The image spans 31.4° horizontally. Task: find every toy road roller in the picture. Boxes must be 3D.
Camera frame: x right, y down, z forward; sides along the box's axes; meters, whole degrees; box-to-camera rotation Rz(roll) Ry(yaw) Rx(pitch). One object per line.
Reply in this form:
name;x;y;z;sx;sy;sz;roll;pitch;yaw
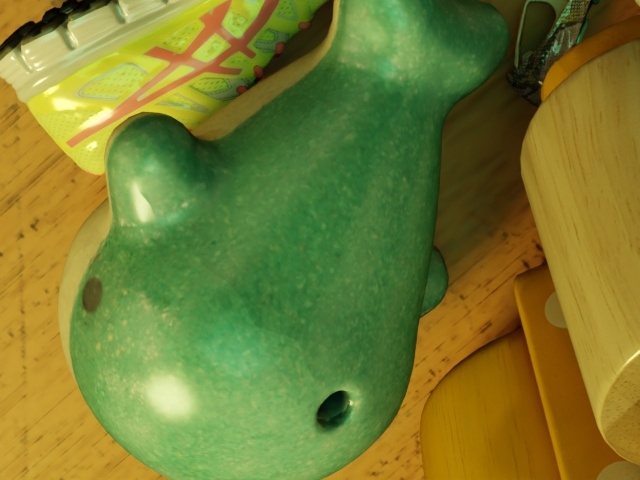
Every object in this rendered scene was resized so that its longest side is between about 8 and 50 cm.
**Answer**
toy road roller;0.140;0.087;0.520;0.241;0.202;0.329;-23;136;17

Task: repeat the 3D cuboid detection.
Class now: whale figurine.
whale figurine;0.000;0.000;0.529;0.216;0.141;0.272;26;102;-41

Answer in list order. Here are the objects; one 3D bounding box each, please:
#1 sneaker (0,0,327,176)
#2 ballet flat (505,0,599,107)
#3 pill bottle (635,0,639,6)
sneaker;-0.050;-0.099;0.568;0.209;0.081;0.094;-22;111;6
ballet flat;0.129;-0.126;0.591;0.041;0.041;0.114;24;98;-9
pill bottle;0.229;-0.157;0.550;0.117;0.117;0.215;25;99;-9
